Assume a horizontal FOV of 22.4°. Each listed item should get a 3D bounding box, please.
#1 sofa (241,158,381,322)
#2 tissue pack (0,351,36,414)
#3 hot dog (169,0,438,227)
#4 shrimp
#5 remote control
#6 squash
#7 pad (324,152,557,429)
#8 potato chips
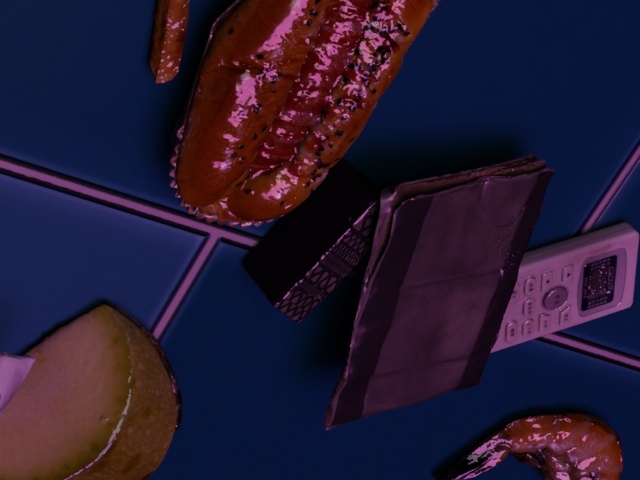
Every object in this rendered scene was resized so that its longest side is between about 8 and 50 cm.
[{"bbox_3d":[0.000,0.000,1.241,0.118,0.060,0.039,-46,139,7],"label":"sofa"},{"bbox_3d":[-0.308,0.141,1.115,0.156,0.148,0.209,25,108,-38],"label":"tissue pack"},{"bbox_3d":[-0.014,-0.124,1.134,0.144,0.075,0.268,18,115,-39],"label":"hot dog"},{"bbox_3d":[0.174,0.270,1.545,0.198,0.051,0.262,13,113,-27],"label":"shrimp"},{"bbox_3d":[0.188,0.046,1.397,0.190,0.029,0.087,-15,128,-18],"label":"remote control"},{"bbox_3d":[-0.181,0.166,1.245,0.192,0.085,0.184,-34,131,-1],"label":"squash"},{"bbox_3d":[0.093,0.043,1.289,0.174,0.022,0.233,-11,129,-37],"label":"pad"},{"bbox_3d":[-0.099,-0.198,1.068,0.037,0.026,0.204,-10,128,-18],"label":"potato chips"}]
